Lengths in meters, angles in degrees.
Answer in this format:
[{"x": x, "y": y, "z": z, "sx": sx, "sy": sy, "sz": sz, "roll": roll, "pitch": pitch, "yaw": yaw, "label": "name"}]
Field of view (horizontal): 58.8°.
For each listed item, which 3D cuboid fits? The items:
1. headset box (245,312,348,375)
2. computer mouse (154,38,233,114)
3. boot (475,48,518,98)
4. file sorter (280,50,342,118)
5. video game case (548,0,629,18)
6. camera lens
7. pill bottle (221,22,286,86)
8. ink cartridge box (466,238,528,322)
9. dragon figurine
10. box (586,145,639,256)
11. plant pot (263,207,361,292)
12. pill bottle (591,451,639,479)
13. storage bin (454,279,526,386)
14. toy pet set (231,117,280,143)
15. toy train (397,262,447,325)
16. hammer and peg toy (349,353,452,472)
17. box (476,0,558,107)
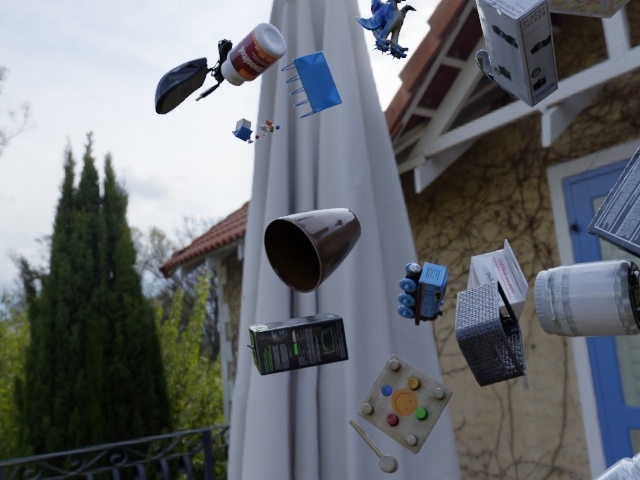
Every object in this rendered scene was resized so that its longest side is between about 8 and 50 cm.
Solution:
[{"x": -0.085, "y": 0.312, "z": 1.737, "sx": 0.283, "sy": 0.131, "sz": 0.246, "roll": -8, "pitch": -2, "yaw": -11, "label": "headset box"}, {"x": -0.328, "y": -0.394, "z": 1.417, "sx": 0.262, "sy": 0.060, "sz": 0.184, "roll": -48, "pitch": -2, "yaw": -21, "label": "computer mouse"}, {"x": 0.562, "y": -0.546, "z": 1.802, "sx": 0.082, "sy": 0.219, "sz": 0.106, "roll": -49, "pitch": -25, "yaw": 22, "label": "boot"}, {"x": -0.035, "y": -0.482, "z": 1.774, "sx": 0.118, "sy": 0.170, "sz": 0.105, "roll": -29, "pitch": 12, "yaw": -36, "label": "file sorter"}, {"x": 0.739, "y": -0.672, "z": 1.589, "sx": 0.207, "sy": 0.026, "sz": 0.227, "roll": 11, "pitch": 8, "yaw": 10, "label": "video game case"}, {"x": 0.802, "y": 0.173, "z": 1.674, "sx": 0.274, "sy": 0.219, "sz": 0.219, "roll": -10, "pitch": -12, "yaw": 39, "label": "camera lens"}, {"x": -0.155, "y": -0.416, "z": 1.288, "sx": 0.086, "sy": 0.086, "sz": 0.152, "roll": 6, "pitch": -24, "yaw": -45, "label": "pill bottle"}, {"x": 0.586, "y": 0.176, "z": 1.915, "sx": 0.119, "sy": 0.207, "sz": 0.353, "roll": -13, "pitch": -35, "yaw": 1, "label": "ink cartridge box"}, {"x": 0.149, "y": -0.564, "z": 1.453, "sx": 0.085, "sy": 0.289, "sz": 0.144, "roll": 22, "pitch": -68, "yaw": -43, "label": "dragon figurine"}, {"x": 0.894, "y": -0.075, "z": 1.425, "sx": 0.183, "sy": 0.296, "sz": 0.294, "roll": 25, "pitch": 12, "yaw": -14, "label": "box"}, {"x": 0.000, "y": 0.000, "z": 1.573, "sx": 0.230, "sy": 0.215, "sz": 0.215, "roll": -29, "pitch": 8, "yaw": -40, "label": "plant pot"}, {"x": 0.918, "y": 0.759, "z": 1.703, "sx": 0.160, "sy": 0.160, "sz": 0.283, "roll": 6, "pitch": -51, "yaw": -45, "label": "pill bottle"}, {"x": 0.315, "y": 0.169, "z": 1.056, "sx": 0.084, "sy": 0.122, "sz": 0.180, "roll": -22, "pitch": 15, "yaw": 24, "label": "storage bin"}, {"x": -0.209, "y": -0.332, "z": 1.773, "sx": 0.114, "sy": 0.065, "sz": 0.122, "roll": 21, "pitch": -23, "yaw": -38, "label": "toy pet set"}, {"x": 0.242, "y": 0.129, "z": 1.347, "sx": 0.105, "sy": 0.080, "sz": 0.184, "roll": 13, "pitch": -43, "yaw": 18, "label": "toy train"}, {"x": 0.260, "y": 0.611, "z": 1.991, "sx": 0.266, "sy": 0.361, "sz": 0.127, "roll": 31, "pitch": -9, "yaw": 24, "label": "hammer and peg toy"}, {"x": 0.491, "y": -0.491, "z": 1.412, "sx": 0.087, "sy": 0.169, "sz": 0.290, "roll": -36, "pitch": -41, "yaw": 3, "label": "box"}]
